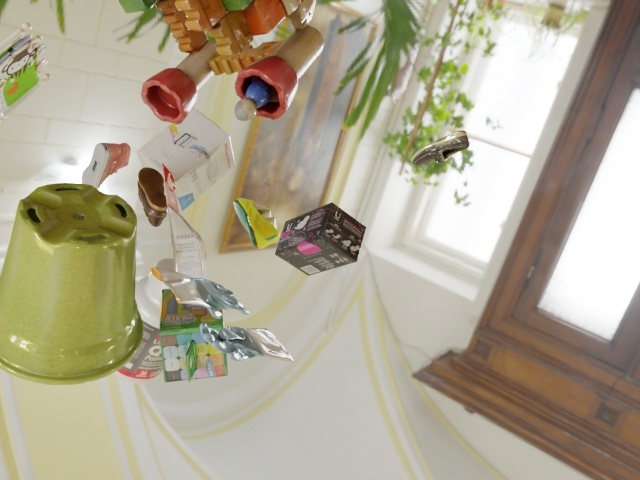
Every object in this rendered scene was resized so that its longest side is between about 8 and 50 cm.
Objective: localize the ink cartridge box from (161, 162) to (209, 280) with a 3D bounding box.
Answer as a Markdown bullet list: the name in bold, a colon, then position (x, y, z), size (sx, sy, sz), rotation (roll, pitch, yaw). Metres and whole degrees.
- **ink cartridge box**: position (-0.252, -0.021, 1.217), size (0.066, 0.232, 0.189), rotation (-3, 178, -7)

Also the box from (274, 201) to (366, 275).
- **box**: position (0.000, 0.000, 2.068), size (0.163, 0.142, 0.247), rotation (34, 148, -28)

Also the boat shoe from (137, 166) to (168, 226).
- **boat shoe**: position (-0.457, -0.119, 1.721), size (0.073, 0.073, 0.207), rotation (5, -144, -25)

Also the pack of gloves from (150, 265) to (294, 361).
- **pack of gloves**: position (-0.166, 0.138, 1.052), size (0.195, 0.046, 0.232), rotation (47, -171, 25)

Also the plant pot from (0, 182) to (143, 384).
- **plant pot**: position (-0.419, 0.053, 1.069), size (0.276, 0.253, 0.276), rotation (15, -148, -9)

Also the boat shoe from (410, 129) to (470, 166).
- **boat shoe**: position (0.292, -0.216, 1.559), size (0.056, 0.152, 0.049), rotation (12, -124, -54)

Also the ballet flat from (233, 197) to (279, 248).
- **ballet flat**: position (-0.150, -0.047, 1.536), size (0.077, 0.077, 0.231), rotation (-19, -151, -10)

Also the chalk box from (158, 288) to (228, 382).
- **chalk box**: position (-0.261, 0.202, 1.322), size (0.132, 0.132, 0.213), rotation (-4, -153, -10)

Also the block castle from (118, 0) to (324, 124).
- **block castle**: position (-0.211, -0.375, 0.883), size (0.303, 0.453, 0.213), rotation (6, -132, 35)

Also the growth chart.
- **growth chart**: position (-0.539, -0.291, 1.119), size (0.021, 0.172, 0.237), rotation (39, 162, -6)

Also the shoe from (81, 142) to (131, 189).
- **shoe**: position (-0.540, -0.179, 1.611), size (0.081, 0.178, 0.063), rotation (-13, -119, -46)

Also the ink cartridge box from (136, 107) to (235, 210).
- **ink cartridge box**: position (-0.406, -0.251, 1.961), size (0.168, 0.233, 0.171), rotation (39, 158, 16)

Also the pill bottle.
- **pill bottle**: position (-0.423, 0.202, 1.631), size (0.176, 0.318, 0.176), rotation (26, -152, -15)
